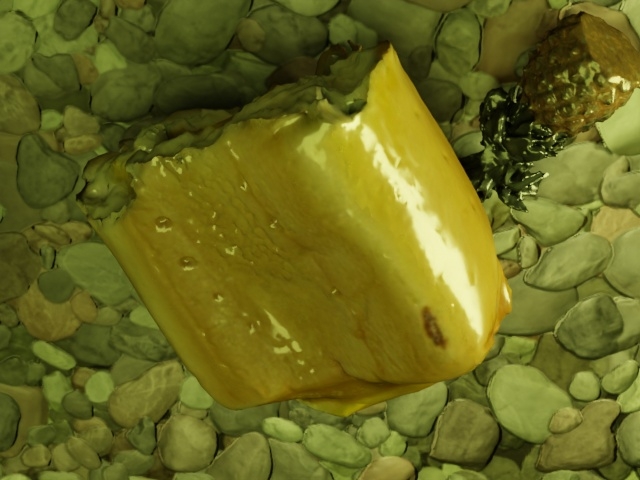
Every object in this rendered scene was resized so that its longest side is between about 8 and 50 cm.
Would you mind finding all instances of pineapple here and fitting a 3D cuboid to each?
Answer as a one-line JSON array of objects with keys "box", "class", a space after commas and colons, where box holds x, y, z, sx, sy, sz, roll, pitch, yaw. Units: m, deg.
[{"box": [0.218, -0.117, 1.519, 0.119, 0.111, 0.237, 53, 125, 14], "class": "pineapple"}]

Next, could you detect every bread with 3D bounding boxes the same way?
[{"box": [0.000, 0.000, 1.520, 0.361, 0.250, 0.394, -18, 118, 33], "class": "bread"}]
